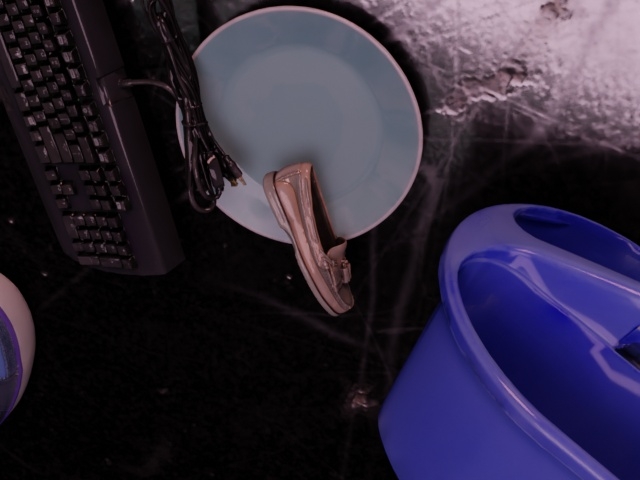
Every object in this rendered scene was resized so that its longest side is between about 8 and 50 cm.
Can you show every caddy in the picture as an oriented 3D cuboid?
[{"bbox_3d":[0.208,0.117,0.576,0.341,0.241,0.179,40,129,12],"label":"caddy"}]

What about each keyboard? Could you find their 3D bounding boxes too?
[{"bbox_3d":[-0.168,-0.113,0.667,0.201,0.033,0.317,-1,119,26],"label":"keyboard"}]

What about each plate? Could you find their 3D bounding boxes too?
[{"bbox_3d":[-0.016,-0.083,0.665,0.188,0.024,0.188,6,119,11],"label":"plate"}]

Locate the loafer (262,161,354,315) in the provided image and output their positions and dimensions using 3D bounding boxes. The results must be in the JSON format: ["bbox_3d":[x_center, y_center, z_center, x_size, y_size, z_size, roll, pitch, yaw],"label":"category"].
[{"bbox_3d":[0.000,0.000,0.669,0.039,0.045,0.125,-21,109,18],"label":"loafer"}]

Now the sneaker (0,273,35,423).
[{"bbox_3d":[-0.385,0.191,0.788,0.130,0.236,0.323,32,121,-4],"label":"sneaker"}]
